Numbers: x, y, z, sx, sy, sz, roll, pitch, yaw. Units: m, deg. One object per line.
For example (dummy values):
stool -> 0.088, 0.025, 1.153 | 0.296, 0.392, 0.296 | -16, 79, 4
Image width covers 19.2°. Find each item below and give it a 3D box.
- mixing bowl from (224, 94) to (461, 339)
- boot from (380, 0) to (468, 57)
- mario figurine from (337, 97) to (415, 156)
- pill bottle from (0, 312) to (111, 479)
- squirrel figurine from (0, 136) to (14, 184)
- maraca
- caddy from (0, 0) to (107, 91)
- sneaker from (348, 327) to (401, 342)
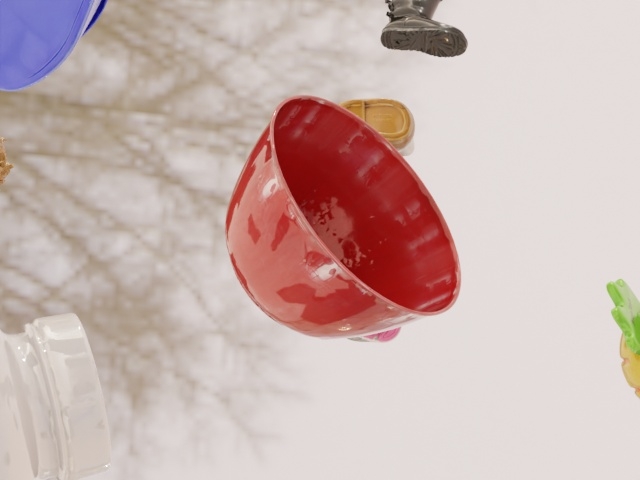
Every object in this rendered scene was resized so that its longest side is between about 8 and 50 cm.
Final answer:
mixing bowl -> 0.000, 0.000, 1.309 | 0.098, 0.181, 0.181 | -38, -137, 27
boot -> 0.138, -0.285, 2.444 | 0.099, 0.121, 0.045 | -71, 162, -44
mario figurine -> 0.050, -0.032, 1.905 | 0.170, 0.198, 0.320 | 54, -13, 8
pill bottle -> -0.431, 0.200, 1.930 | 0.229, 0.407, 0.229 | 168, -90, -73
squirrel figurine -> -0.527, -0.149, 2.019 | 0.281, 0.397, 0.370 | -47, 167, 5
maraca -> 0.349, 0.113, 1.934 | 0.099, 0.185, 0.127 | -35, -151, 20
caddy -> -0.301, -0.313, 1.823 | 0.179, 0.241, 0.341 | -86, -159, -62
sneaker -> 0.017, 0.081, 2.205 | 0.075, 0.170, 0.063 | 48, 59, -76
